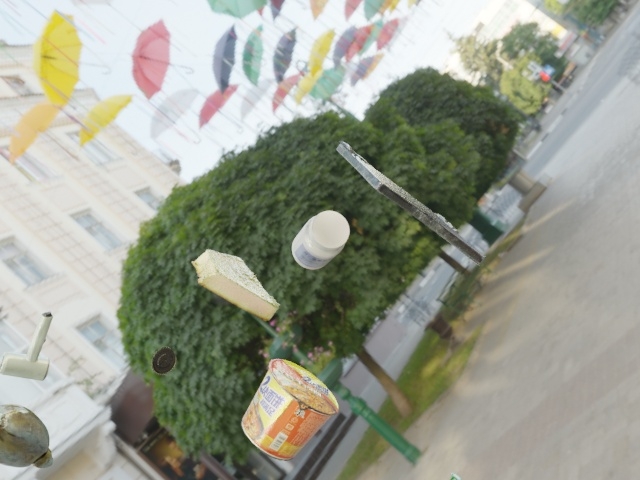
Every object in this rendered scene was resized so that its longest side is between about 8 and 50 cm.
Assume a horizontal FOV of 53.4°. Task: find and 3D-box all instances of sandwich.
[{"bbox_3d":[-0.204,0.099,1.453,0.162,0.193,0.058,18,-68,-51],"label":"sandwich"}]

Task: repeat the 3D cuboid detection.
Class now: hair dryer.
[{"bbox_3d":[-0.854,0.309,1.888,0.236,0.131,0.073,-61,31,18],"label":"hair dryer"}]

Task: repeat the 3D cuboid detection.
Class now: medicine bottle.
[{"bbox_3d":[0.000,0.000,1.487,0.103,0.103,0.187,-47,1,-21],"label":"medicine bottle"}]

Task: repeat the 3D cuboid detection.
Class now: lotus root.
[{"bbox_3d":[-0.868,0.568,1.825,0.158,0.140,0.322,-45,-27,-22],"label":"lotus root"}]

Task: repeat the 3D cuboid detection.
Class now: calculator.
[{"bbox_3d":[0.140,-0.057,0.985,0.021,0.261,0.161,-51,33,11],"label":"calculator"}]

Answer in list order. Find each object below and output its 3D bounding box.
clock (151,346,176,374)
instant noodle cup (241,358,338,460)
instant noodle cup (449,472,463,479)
[{"bbox_3d":[-0.447,0.344,1.813,0.010,0.074,0.083,-9,24,43],"label":"clock"},{"bbox_3d":[-0.086,0.428,1.587,0.174,0.213,0.213,-56,-8,8],"label":"instant noodle cup"},{"bbox_3d":[0.205,0.559,1.094,0.232,0.207,0.207,-35,-10,-8],"label":"instant noodle cup"}]
